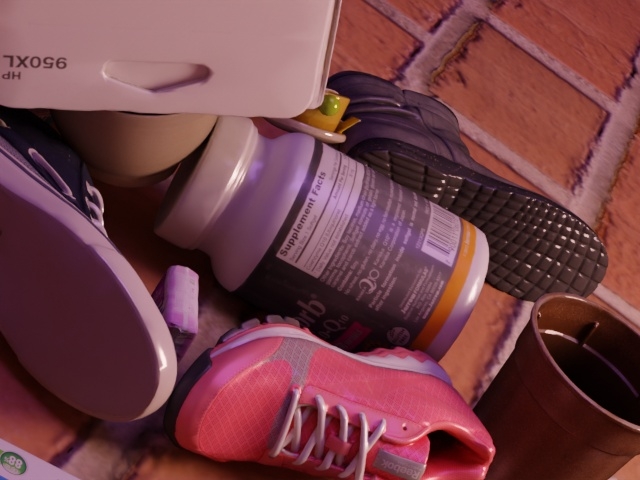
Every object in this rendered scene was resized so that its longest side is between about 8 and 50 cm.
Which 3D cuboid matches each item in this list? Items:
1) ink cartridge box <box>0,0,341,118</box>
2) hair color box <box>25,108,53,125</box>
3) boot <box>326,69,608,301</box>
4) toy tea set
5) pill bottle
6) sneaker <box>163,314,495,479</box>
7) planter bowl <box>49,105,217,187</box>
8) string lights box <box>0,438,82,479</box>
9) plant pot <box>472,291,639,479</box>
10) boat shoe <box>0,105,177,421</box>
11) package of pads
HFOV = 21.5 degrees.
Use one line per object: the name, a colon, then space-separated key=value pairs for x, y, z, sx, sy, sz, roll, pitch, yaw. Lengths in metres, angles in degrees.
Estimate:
ink cartridge box: x=-0.153 y=-0.295 z=1.461 sx=0.286 sy=0.166 sz=0.395 roll=0 pitch=44 yaw=-13
hair color box: x=-0.371 y=-0.254 z=1.528 sx=0.347 sy=0.105 sz=0.174 roll=54 pitch=34 yaw=13
boot: x=0.160 y=-0.073 z=1.859 sx=0.338 sy=0.118 sz=0.222 roll=29 pitch=25 yaw=-20
toy tea set: x=-0.075 y=-0.195 z=1.665 sx=0.200 sy=0.124 sz=0.336 roll=17 pitch=8 yaw=-17
pill bottle: x=0.000 y=0.000 z=1.535 sx=0.278 sy=0.162 sz=0.162 roll=28 pitch=31 yaw=-11
sneaker: x=0.022 y=0.144 z=1.363 sx=0.314 sy=0.116 sz=0.136 roll=6 pitch=23 yaw=-41
planter bowl: x=-0.163 y=-0.115 z=1.468 sx=0.162 sy=0.109 sz=0.162 roll=7 pitch=41 yaw=-6
string lights box: x=-0.219 y=0.242 z=1.049 sx=0.133 sy=0.076 sz=0.259 roll=29 pitch=31 yaw=-14
plant pot: x=0.214 y=0.163 z=1.516 sx=0.167 sy=0.165 sz=0.167 roll=26 pitch=30 yaw=-16
boat shoe: x=-0.207 y=0.000 z=1.358 sx=0.340 sy=0.127 sz=0.158 roll=45 pitch=25 yaw=17
package of pads: x=-0.125 y=0.064 z=1.425 sx=0.032 sy=0.050 sz=0.083 roll=24 pitch=32 yaw=-20
